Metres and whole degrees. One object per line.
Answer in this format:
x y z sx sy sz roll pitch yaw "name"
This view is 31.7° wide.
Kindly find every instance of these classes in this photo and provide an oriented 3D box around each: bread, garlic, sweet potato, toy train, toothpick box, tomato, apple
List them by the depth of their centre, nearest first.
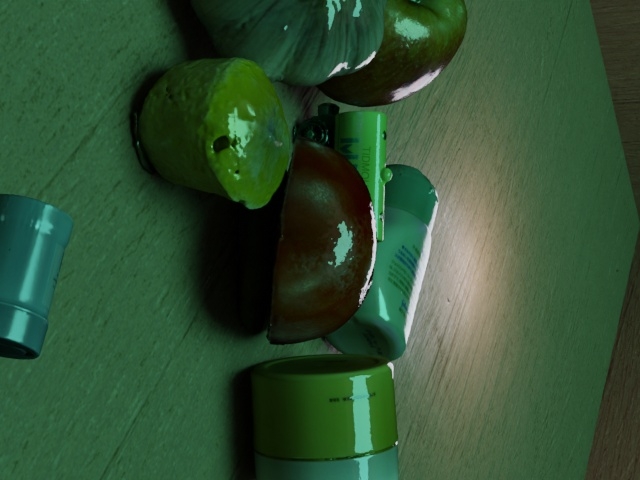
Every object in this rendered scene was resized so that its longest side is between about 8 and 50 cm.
-0.328 0.040 1.196 0.101 0.101 0.153 42 53 -54 "toothpick box"
-0.134 -0.144 1.488 0.197 0.171 0.197 -24 117 -61 "bread"
-0.045 -0.367 1.574 0.241 0.322 0.321 100 2 -68 "garlic"
0.010 0.007 1.643 0.338 0.144 0.338 -173 -90 -90 "tomato"
-0.091 0.003 1.675 0.075 0.075 0.273 12 81 -61 "sweet potato"
0.098 -0.360 1.815 0.277 0.250 0.309 63 30 -17 "apple"
0.044 -0.103 1.832 0.105 0.157 0.253 15 75 -62 "toy train"

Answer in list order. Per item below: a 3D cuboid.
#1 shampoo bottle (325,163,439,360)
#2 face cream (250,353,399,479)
0.110 0.023 1.961 0.222 0.151 0.349 60 40 -50 "shampoo bottle"
0.006 0.273 1.690 0.218 0.218 0.179 -7 95 -62 "face cream"
